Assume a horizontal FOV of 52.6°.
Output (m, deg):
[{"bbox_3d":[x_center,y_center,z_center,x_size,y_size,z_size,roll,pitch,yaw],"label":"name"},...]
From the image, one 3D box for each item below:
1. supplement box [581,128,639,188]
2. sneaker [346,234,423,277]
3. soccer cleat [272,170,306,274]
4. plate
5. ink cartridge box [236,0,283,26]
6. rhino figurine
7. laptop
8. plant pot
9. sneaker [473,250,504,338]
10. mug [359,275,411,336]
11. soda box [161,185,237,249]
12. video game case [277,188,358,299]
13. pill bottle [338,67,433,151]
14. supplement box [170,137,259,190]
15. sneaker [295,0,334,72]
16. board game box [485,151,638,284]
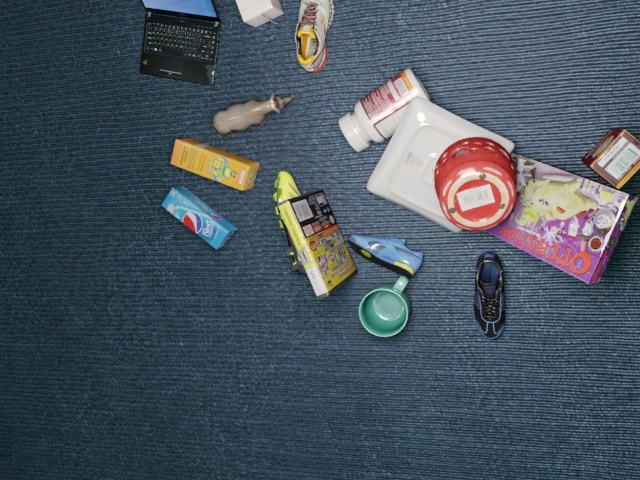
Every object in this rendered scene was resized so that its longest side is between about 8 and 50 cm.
[{"bbox_3d":[0.667,-0.189,1.468,0.081,0.188,0.104,41,108,5],"label":"supplement box"},{"bbox_3d":[0.172,0.023,1.720,0.209,0.069,0.082,25,72,20],"label":"sneaker"},{"bbox_3d":[-0.053,-0.052,1.768,0.121,0.093,0.289,-14,90,-13],"label":"soccer cleat"},{"bbox_3d":[0.289,-0.174,1.598,0.278,0.045,0.277,26,119,-3],"label":"plate"},{"bbox_3d":[-0.166,-0.631,1.692,0.090,0.092,0.143,-19,92,18],"label":"ink cartridge box"},{"bbox_3d":[-0.180,-0.341,1.734,0.243,0.106,0.073,-16,94,18],"label":"rhino figurine"},{"bbox_3d":[-0.403,-0.573,1.747,0.234,0.136,0.264,13,102,14],"label":"laptop"},{"bbox_3d":[0.357,-0.122,1.490,0.191,0.174,0.191,4,119,7],"label":"plant pot"},{"bbox_3d":[0.426,0.144,1.643,0.081,0.090,0.232,-4,97,17],"label":"sneaker"},{"bbox_3d":[0.186,0.175,1.714,0.158,0.097,0.129,-26,90,18],"label":"mug"},{"bbox_3d":[-0.344,-0.067,1.843,0.210,0.071,0.067,37,106,8],"label":"soda box"},{"bbox_3d":[0.000,0.000,1.647,0.035,0.275,0.248,-23,92,20],"label":"video game case"},{"bbox_3d":[0.163,-0.323,1.630,0.221,0.121,0.121,-31,89,18],"label":"pill bottle"},{"bbox_3d":[-0.294,-0.214,1.803,0.233,0.080,0.078,20,106,10],"label":"supplement box"},{"bbox_3d":[-0.018,-0.551,1.661,0.088,0.093,0.225,3,99,16],"label":"sneaker"},{"bbox_3d":[0.528,-0.064,1.494,0.347,0.056,0.208,35,115,51],"label":"board game box"}]
